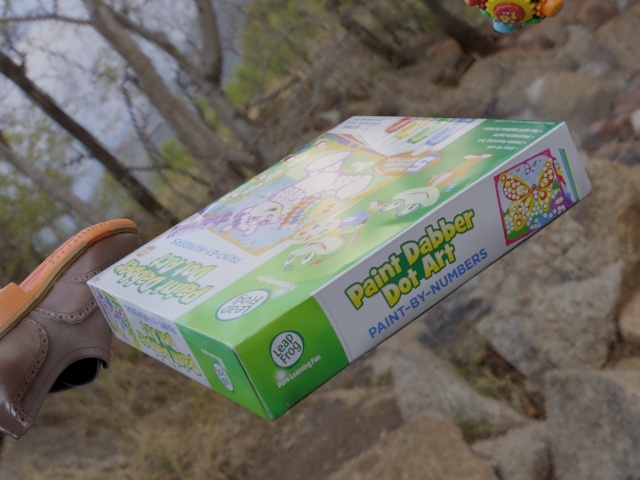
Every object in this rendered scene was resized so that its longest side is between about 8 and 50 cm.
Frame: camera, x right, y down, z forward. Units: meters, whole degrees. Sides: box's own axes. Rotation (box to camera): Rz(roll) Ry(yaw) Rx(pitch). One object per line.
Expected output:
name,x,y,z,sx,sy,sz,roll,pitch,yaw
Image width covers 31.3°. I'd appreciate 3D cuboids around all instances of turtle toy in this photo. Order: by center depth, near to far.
turtle toy,0.150,-0.217,0.936,0.095,0.130,0.066,-14,52,47

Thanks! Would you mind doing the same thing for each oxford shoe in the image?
oxford shoe,-0.276,0.090,1.233,0.130,0.133,0.364,-40,5,31

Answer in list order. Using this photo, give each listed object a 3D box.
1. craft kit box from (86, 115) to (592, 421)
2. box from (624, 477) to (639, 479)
craft kit box,0.000,0.000,0.734,0.246,0.061,0.250,-36,22,-21
box,0.166,0.216,0.559,0.321,0.257,0.079,-12,41,17
